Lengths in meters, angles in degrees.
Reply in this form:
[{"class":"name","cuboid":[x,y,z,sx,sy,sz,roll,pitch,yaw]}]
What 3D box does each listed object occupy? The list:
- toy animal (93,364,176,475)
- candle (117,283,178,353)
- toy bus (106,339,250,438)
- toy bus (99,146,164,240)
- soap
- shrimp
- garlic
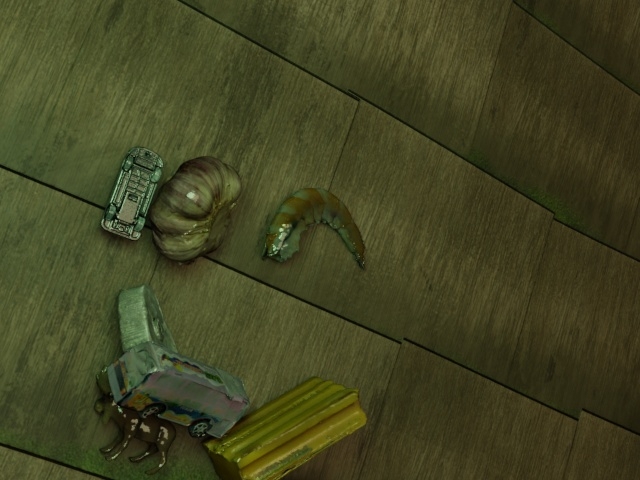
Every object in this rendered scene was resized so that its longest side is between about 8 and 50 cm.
[{"class":"toy animal","cuboid":[-0.392,0.364,1.738,0.214,0.093,0.186,29,83,-23]},{"class":"candle","cuboid":[-0.359,0.190,1.717,0.068,0.168,0.192,-20,102,6]},{"class":"toy bus","cuboid":[-0.278,0.306,1.708,0.138,0.112,0.317,-40,141,15]},{"class":"toy bus","cuboid":[-0.398,-0.098,1.759,0.087,0.089,0.194,22,77,-24]},{"class":"soap","cuboid":[-0.076,0.420,1.833,0.324,0.204,0.096,-26,102,-26]},{"class":"shrimp","cuboid":[-0.009,-0.032,1.989,0.287,0.068,0.185,7,87,-38]},{"class":"garlic","cuboid":[-0.274,-0.074,1.763,0.160,0.245,0.245,30,70,11]}]
